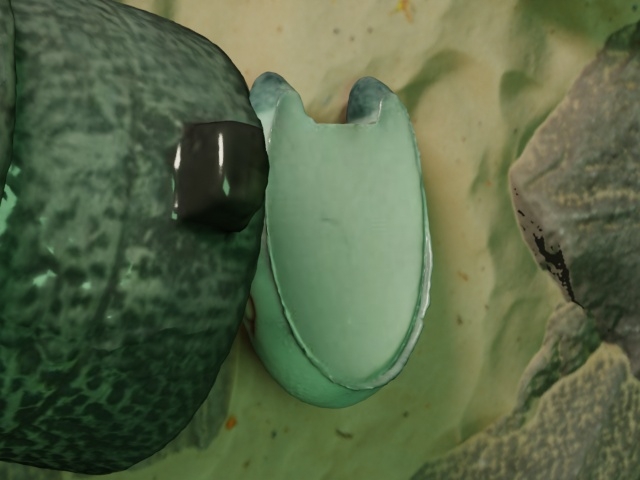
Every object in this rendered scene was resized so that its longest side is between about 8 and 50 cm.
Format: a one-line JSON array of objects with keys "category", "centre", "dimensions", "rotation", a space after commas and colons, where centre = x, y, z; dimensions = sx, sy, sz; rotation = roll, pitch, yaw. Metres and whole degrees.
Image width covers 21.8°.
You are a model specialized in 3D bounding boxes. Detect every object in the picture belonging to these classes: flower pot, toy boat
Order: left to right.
[{"category": "flower pot", "centre": [-0.197, -0.008, 0.770], "dimensions": [0.282, 0.299, 0.299], "rotation": [16, 87, -37]}, {"category": "toy boat", "centre": [0.000, 0.000, 1.029], "dimensions": [0.134, 0.079, 0.208], "rotation": [-3, 86, -38]}]
